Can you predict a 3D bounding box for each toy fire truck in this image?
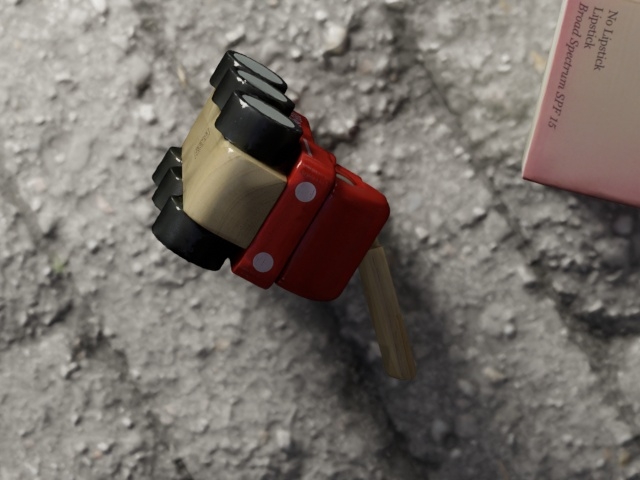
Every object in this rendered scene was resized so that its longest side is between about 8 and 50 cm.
[{"bbox_3d":[0.000,0.000,1.444,0.246,0.217,0.158,29,102,-12],"label":"toy fire truck"}]

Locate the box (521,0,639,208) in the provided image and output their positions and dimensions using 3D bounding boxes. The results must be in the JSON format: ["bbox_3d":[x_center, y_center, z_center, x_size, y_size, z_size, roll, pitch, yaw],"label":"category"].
[{"bbox_3d":[0.275,-0.093,1.422,0.232,0.127,0.149,14,101,6],"label":"box"}]
